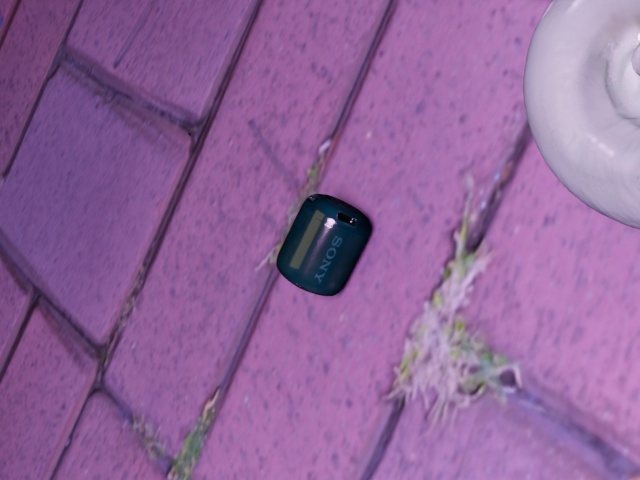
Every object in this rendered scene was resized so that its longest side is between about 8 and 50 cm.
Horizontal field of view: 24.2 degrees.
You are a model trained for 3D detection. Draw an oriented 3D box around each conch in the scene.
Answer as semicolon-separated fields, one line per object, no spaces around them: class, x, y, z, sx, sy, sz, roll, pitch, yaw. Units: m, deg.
conch;0.219;-0.087;0.861;0.185;0.121;0.221;-54;41;18

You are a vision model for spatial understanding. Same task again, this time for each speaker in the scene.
speaker;0.005;0.002;1.219;0.075;0.060;0.094;-63;-4;11
